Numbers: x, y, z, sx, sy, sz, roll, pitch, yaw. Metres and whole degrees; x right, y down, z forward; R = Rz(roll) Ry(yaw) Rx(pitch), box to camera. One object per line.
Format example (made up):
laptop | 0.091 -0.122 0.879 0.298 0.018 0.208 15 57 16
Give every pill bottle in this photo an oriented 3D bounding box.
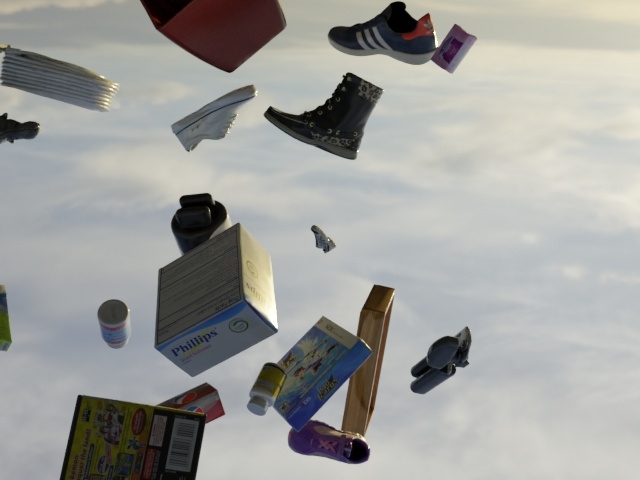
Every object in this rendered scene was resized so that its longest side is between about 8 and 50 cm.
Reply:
pill bottle | -0.576 0.239 2.350 0.087 0.160 0.087 4 -125 -6
pill bottle | -0.126 0.344 1.938 0.065 0.065 0.116 7 -133 23

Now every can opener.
can opener | 0.246 0.261 1.829 0.095 0.075 0.283 13 150 -14

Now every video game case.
video game case | -0.024 0.330 2.136 0.269 0.061 0.244 -45 -159 -10
video game case | -0.362 0.447 1.587 0.248 0.274 0.035 11 166 -10

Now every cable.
cable | -0.591 -0.359 1.903 0.257 0.089 0.257 16 -176 5

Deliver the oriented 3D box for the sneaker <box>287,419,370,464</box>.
sneaker | 0.032 0.531 2.183 0.237 0.095 0.104 17 174 -19

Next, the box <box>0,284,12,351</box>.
box | -0.775 0.171 1.931 0.109 0.042 0.178 15 -145 -36

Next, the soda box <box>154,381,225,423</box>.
soda box | -0.404 0.492 2.327 0.263 0.083 0.092 -23 -162 -24

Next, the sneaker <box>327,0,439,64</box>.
sneaker | 0.169 -0.594 2.329 0.350 0.148 0.131 15 -138 31

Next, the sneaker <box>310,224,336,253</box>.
sneaker | 0.000 0.000 1.867 0.037 0.083 0.032 -39 -145 8

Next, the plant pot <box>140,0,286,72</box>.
plant pot | -0.231 -0.545 1.903 0.267 0.236 0.267 -38 -133 7

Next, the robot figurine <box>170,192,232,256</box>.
robot figurine | -0.337 -0.008 2.440 0.174 0.278 0.209 26 -124 35

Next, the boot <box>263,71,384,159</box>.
boot | 0.011 -0.293 1.827 0.237 0.178 0.085 21 -164 -23

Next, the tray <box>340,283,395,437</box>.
tray | 0.135 0.353 2.418 0.076 0.410 0.203 11 -161 11

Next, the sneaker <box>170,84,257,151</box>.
sneaker | -0.248 -0.299 2.060 0.258 0.091 0.094 -23 -167 31

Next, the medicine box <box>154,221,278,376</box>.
medicine box | -0.260 0.145 2.078 0.264 0.149 0.289 -29 -141 17

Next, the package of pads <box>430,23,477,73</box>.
package of pads | 0.250 -0.359 1.573 0.032 0.083 0.050 15 -155 -49

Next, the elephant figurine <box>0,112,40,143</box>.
elephant figurine | -0.732 -0.234 1.771 0.186 0.169 0.239 -52 -146 -7
